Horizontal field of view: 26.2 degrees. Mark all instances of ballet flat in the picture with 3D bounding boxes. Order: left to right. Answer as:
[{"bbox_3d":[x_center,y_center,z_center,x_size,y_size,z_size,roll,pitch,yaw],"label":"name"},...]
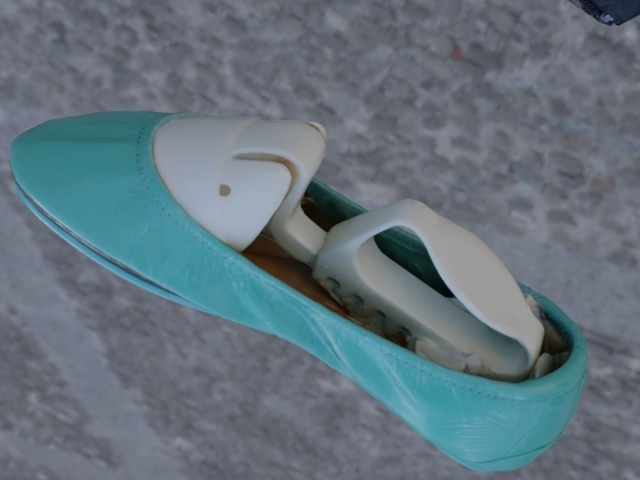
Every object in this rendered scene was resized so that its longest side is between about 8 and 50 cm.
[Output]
[{"bbox_3d":[0.000,0.000,0.541,0.247,0.083,0.087,31,129,-5],"label":"ballet flat"}]

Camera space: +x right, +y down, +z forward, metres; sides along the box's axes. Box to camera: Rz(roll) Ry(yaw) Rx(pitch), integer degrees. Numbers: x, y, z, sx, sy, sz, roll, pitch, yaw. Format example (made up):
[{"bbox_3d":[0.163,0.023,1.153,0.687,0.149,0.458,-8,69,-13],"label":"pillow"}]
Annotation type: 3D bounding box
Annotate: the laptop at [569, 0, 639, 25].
[{"bbox_3d":[0.184,-0.291,1.051,0.234,0.136,0.264,40,-169,-27],"label":"laptop"}]
